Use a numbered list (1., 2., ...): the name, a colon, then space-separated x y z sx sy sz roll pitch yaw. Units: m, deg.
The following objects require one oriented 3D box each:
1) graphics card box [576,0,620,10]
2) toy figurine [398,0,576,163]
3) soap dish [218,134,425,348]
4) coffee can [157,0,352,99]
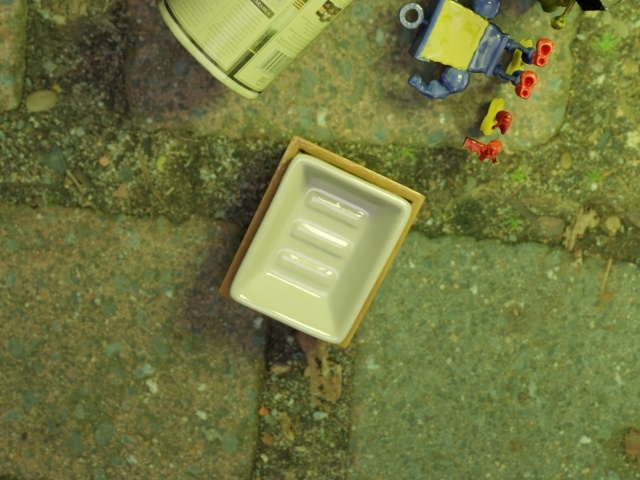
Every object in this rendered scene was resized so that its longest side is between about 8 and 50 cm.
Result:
1. graphics card box: 0.439 -0.500 1.457 0.371 0.094 0.233 -37 105 0
2. toy figurine: 0.225 -0.315 1.632 0.217 0.191 0.363 23 108 -2
3. soap dish: 0.000 0.000 1.780 0.228 0.118 0.291 24 108 -8
4. coffee can: -0.069 -0.368 1.603 0.275 0.201 0.201 -43 104 15
